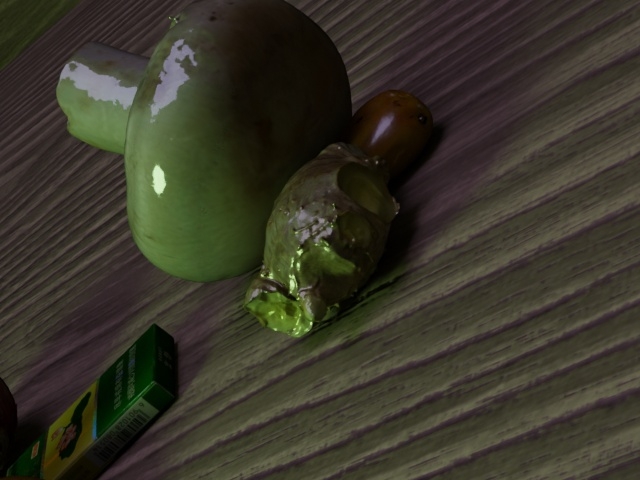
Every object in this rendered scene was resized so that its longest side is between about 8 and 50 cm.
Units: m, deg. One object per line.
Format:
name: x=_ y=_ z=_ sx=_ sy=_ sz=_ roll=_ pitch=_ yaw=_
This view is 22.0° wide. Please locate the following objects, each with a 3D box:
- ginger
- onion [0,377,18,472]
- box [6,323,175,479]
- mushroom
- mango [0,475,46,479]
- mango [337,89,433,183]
ginger: x=0.000 y=0.000 z=1.424 sx=0.157 sy=0.102 sz=0.216 roll=-46 pitch=18 yaw=30
onion: x=-0.446 y=0.229 z=1.824 sx=0.246 sy=0.190 sz=0.246 roll=-41 pitch=3 yaw=3
box: x=-0.235 y=0.197 z=1.661 sx=0.235 sy=0.034 sz=0.132 roll=-44 pitch=21 yaw=12
mushroom: x=-0.127 y=-0.119 z=1.586 sx=0.292 sy=0.290 sz=0.292 roll=-50 pitch=-28 yaw=-38
mango: x=-0.287 y=0.291 z=1.493 sx=0.147 sy=0.109 sz=0.227 roll=-25 pitch=19 yaw=-4
mango: x=0.056 y=-0.088 z=1.531 sx=0.114 sy=0.060 sz=0.080 roll=-40 pitch=35 yaw=20
